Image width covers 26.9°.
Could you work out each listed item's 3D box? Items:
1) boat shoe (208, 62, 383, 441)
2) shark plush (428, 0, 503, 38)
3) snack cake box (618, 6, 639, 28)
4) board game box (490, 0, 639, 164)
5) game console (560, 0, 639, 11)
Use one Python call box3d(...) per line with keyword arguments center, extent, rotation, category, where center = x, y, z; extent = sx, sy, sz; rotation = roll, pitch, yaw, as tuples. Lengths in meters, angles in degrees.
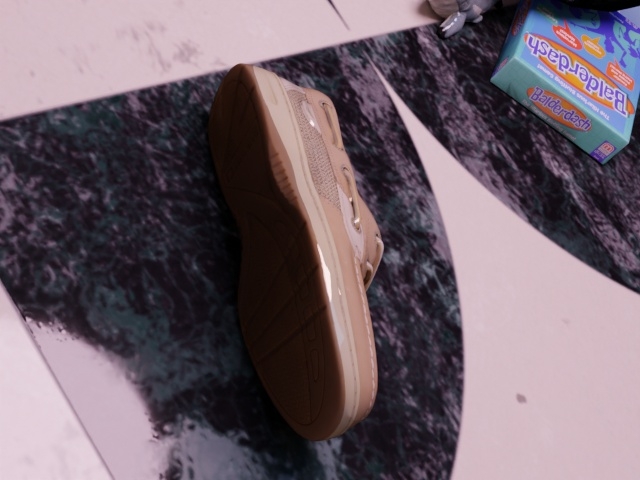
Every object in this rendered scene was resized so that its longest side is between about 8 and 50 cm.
box3d(center=(0.000, 0.000, 1.075), extent=(0.110, 0.121, 0.341), rotation=(8, 53, -32), category="boat shoe")
box3d(center=(0.173, -0.263, 1.441), extent=(0.161, 0.067, 0.073), rotation=(-1, 60, -38), category="shark plush")
box3d(center=(0.382, -0.362, 1.660), extent=(0.152, 0.089, 0.264), rotation=(-19, 72, -43), category="snack cake box")
box3d(center=(0.284, -0.204, 1.497), extent=(0.160, 0.047, 0.210), rotation=(34, 45, -11), category="board game box")
box3d(center=(0.222, -0.391, 1.545), extent=(0.213, 0.044, 0.361), rotation=(7, 42, -36), category="game console")
